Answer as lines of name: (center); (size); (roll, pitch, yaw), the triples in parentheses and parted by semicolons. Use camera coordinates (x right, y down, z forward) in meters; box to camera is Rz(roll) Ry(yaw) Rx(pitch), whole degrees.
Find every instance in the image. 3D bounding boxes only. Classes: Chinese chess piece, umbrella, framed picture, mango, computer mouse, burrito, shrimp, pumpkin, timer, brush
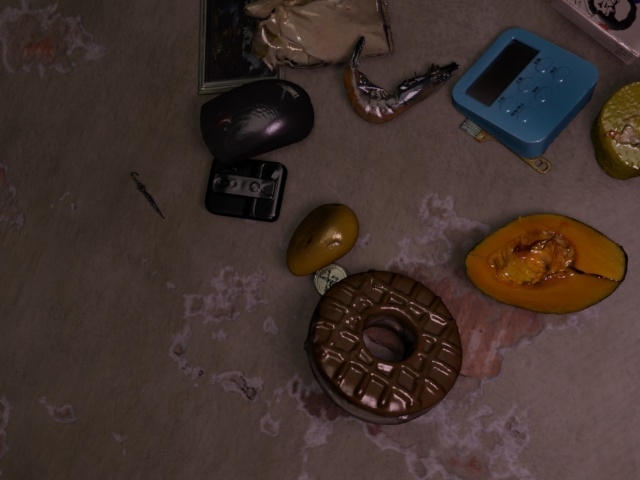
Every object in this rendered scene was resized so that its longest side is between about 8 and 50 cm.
Chinese chess piece: (0.026, 0.092, 1.606); (0.084, 0.034, 0.084); (-2, 81, 13)
umbrella: (-0.430, -0.110, 1.759); (0.148, 0.022, 0.022); (56, 133, 15)
framed picture: (-0.199, -0.513, 1.773); (0.232, 0.019, 0.296); (-3, 80, 13)
mango: (0.000, 0.000, 1.583); (0.195, 0.098, 0.137); (-47, 47, -6)
computer mouse: (-0.151, -0.291, 1.664); (0.269, 0.100, 0.170); (-21, 67, 1)
burrito: (-0.003, -0.512, 1.662); (0.332, 0.190, 0.135); (-7, 43, 10)
shrimp: (0.175, -0.393, 1.615); (0.262, 0.051, 0.198); (-27, 102, 5)
pumpkin: (0.456, 0.045, 1.482); (0.312, 0.148, 0.169); (11, 45, 7)
timer: (0.439, -0.334, 1.547); (0.250, 0.091, 0.232); (40, 87, 20)
brush: (0.418, -0.218, 1.576); (0.218, 0.010, 0.082); (41, 92, 17)
timer: (-0.180, -0.124, 1.683); (0.187, 0.055, 0.144); (8, 83, 15)

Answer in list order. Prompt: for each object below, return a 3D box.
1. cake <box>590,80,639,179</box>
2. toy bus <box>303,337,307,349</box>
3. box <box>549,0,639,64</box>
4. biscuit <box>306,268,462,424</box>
cake: (0.693, -0.239, 1.445); (0.261, 0.156, 0.179); (-18, 83, 8)
toy bus: (0.046, 0.253, 1.540); (0.178, 0.098, 0.087); (42, 92, 17)
box: (0.668, -0.563, 1.460); (0.214, 0.069, 0.353); (40, 90, 5)
biscuit: (0.130, 0.214, 1.459); (0.332, 0.103, 0.332); (5, 59, -8)
